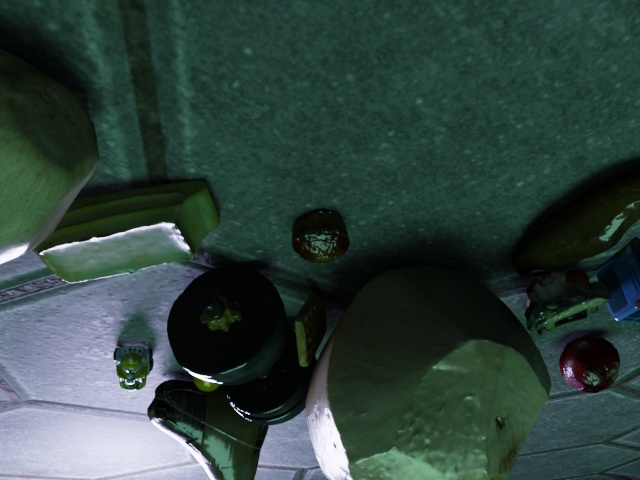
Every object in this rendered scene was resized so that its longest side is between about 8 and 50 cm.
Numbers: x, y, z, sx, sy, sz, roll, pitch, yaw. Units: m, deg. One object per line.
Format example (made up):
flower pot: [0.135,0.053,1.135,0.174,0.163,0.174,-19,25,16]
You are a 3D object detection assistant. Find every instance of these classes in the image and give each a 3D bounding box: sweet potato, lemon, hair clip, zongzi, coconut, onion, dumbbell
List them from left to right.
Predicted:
coconut: [-0.328,-0.070,0.478,0.224,0.224,0.224,-4,145,-3]
zongzi: [-0.269,0.492,1.195,0.289,0.317,0.154,16,166,-25]
lemon: [-0.242,0.290,1.119,0.062,0.062,0.083,-7,132,2]
dumbbell: [-0.118,0.187,0.882,0.185,0.185,0.388,-10,145,7]
coconut: [0.162,0.239,0.834,0.344,0.415,0.415,32,140,3]
hair clip: [0.405,0.099,0.890,0.138,0.091,0.321,-28,160,15]
onion: [0.598,0.273,1.162,0.131,0.131,0.131,-4,145,-3]
sweet potato: [0.388,-0.013,0.752,0.112,0.085,0.286,10,143,-28]

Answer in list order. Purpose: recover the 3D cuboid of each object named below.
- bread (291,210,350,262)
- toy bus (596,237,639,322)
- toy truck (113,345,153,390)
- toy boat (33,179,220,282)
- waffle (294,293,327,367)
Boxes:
bread: [0.000,0.000,0.745,0.085,0.053,0.085,-4,145,-3]
toy bus: [0.615,0.080,0.893,0.234,0.116,0.133,7,144,-14]
toy truck: [-0.375,0.257,1.040,0.076,0.077,0.111,3,144,-13]
toy boat: [-0.271,-0.007,0.675,0.276,0.084,0.111,-8,147,1]
waffle: [-0.014,0.143,0.880,0.021,0.135,0.092,-2,108,14]
